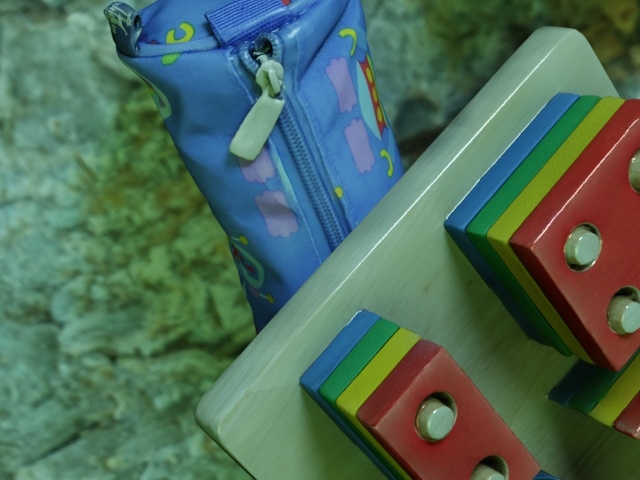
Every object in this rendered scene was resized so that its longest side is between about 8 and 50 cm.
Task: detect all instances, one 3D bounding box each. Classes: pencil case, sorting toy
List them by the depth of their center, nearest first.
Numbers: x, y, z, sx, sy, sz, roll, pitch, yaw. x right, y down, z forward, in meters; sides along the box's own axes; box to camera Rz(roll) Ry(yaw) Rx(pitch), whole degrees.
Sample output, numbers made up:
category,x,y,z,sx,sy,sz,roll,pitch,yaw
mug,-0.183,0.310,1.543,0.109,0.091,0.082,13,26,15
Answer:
category,x,y,z,sx,sy,sz,roll,pitch,yaw
sorting toy,0.118,0.077,0.563,0.257,0.089,0.255,-48,121,-14
pencil case,0.000,0.000,0.600,0.119,0.133,0.306,-20,114,-1
